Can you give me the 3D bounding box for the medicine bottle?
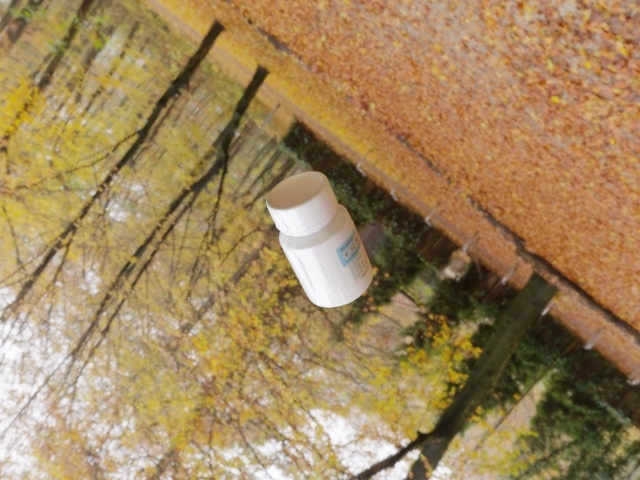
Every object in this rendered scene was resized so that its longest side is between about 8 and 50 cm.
[{"bbox_3d":[0.000,0.000,0.425,0.052,0.052,0.089,46,165,56],"label":"medicine bottle"}]
